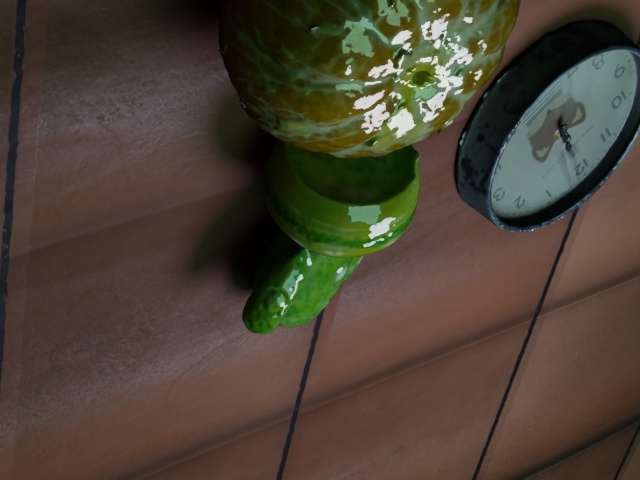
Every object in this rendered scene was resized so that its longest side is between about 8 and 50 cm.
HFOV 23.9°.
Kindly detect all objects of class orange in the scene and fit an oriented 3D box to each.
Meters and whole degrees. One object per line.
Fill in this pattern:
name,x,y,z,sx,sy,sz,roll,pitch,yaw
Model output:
orange,0.044,-0.242,1.541,0.329,0.249,0.329,-24,138,-24

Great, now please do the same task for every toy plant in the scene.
toy plant,0.000,0.000,1.845,0.224,0.184,0.316,-43,163,-36

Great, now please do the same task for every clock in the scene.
clock,0.331,-0.155,2.109,0.325,0.067,0.325,-28,143,-24
